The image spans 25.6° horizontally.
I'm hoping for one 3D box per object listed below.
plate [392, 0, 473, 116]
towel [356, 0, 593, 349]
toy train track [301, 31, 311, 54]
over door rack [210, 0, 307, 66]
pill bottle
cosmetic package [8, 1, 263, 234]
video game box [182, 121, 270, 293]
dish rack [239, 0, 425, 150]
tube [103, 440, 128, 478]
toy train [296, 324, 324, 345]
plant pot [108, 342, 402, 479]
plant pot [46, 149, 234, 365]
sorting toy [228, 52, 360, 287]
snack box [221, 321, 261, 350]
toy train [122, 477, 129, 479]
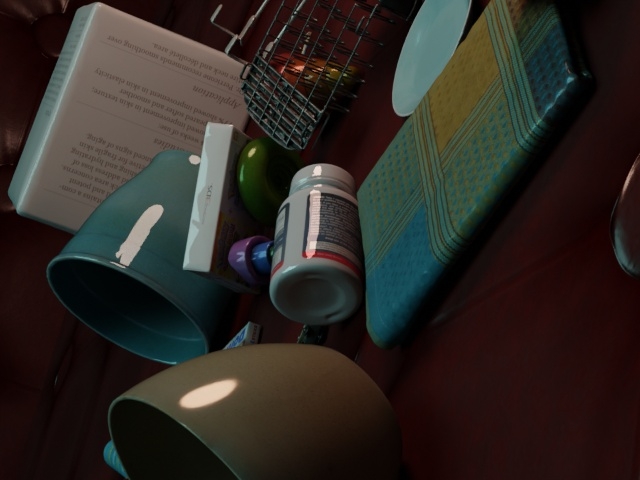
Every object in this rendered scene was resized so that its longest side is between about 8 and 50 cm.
[{"bbox_3d":[0.137,-0.227,1.635,0.188,0.024,0.188,-56,22,37],"label":"plate"},{"bbox_3d":[0.145,-0.094,1.431,0.370,0.040,0.271,-55,23,34],"label":"towel"},{"bbox_3d":[-0.034,-0.298,2.271,0.083,0.014,0.048,-71,17,-7],"label":"toy train track"},{"bbox_3d":[-0.004,-0.377,2.042,0.324,0.108,0.239,-43,21,6],"label":"over door rack"},{"bbox_3d":[0.000,0.000,1.649,0.108,0.108,0.180,-54,23,42],"label":"pill bottle"},{"bbox_3d":[-0.345,-0.192,2.572,0.393,0.329,0.327,-68,18,2],"label":"cosmetic package"},{"bbox_3d":[-0.119,-0.041,1.952,0.187,0.048,0.205,28,-111,-66],"label":"video game box"},{"bbox_3d":[0.003,-0.254,1.850,0.208,0.074,0.271,47,115,46],"label":"dish rack"},{"bbox_3d":[-0.300,0.359,2.284,0.207,0.052,0.080,179,99,-66],"label":"tube"},{"bbox_3d":[-0.032,0.161,1.706,0.036,0.027,0.158,-88,22,-73],"label":"toy train"},{"bbox_3d":[-0.035,0.205,1.317,0.191,0.284,0.284,-39,2,-28],"label":"plant pot"},{"bbox_3d":[-0.234,0.010,2.144,0.255,0.271,0.271,-62,12,-27],"label":"plant pot"},{"bbox_3d":[-0.022,-0.110,1.898,0.126,0.127,0.365,-14,51,43],"label":"sorting toy"},{"bbox_3d":[-0.131,0.179,1.995,0.178,0.022,0.064,-47,27,53],"label":"snack box"},{"bbox_3d":[-0.273,0.474,1.884,0.190,0.142,0.334,-4,-68,-79],"label":"toy train"}]
